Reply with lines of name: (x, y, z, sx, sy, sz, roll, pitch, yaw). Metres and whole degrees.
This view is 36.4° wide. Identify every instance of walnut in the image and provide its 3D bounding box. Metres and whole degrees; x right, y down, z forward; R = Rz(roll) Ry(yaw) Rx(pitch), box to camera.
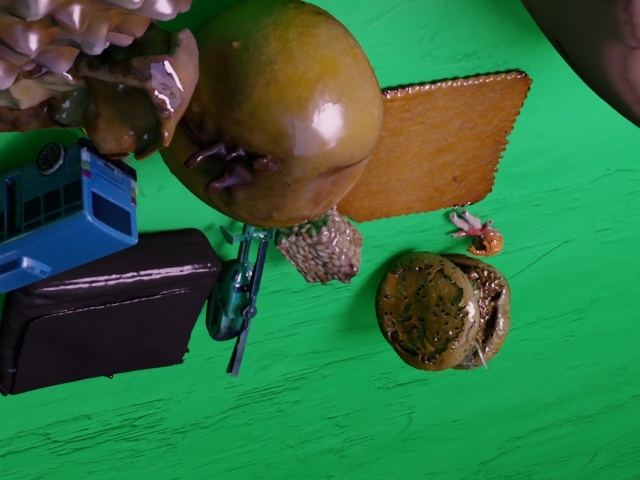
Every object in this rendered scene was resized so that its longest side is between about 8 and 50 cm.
walnut: (-0.219, -0.164, 0.767, 0.238, 0.141, 0.204, 38, 137, -28)

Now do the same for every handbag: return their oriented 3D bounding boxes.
handbag: (-0.251, 0.081, 1.130, 0.246, 0.080, 0.223, -6, 144, -32)

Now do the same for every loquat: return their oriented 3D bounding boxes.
loquat: (-0.041, -0.111, 0.872, 0.213, 0.213, 0.213, -15, 145, -11)

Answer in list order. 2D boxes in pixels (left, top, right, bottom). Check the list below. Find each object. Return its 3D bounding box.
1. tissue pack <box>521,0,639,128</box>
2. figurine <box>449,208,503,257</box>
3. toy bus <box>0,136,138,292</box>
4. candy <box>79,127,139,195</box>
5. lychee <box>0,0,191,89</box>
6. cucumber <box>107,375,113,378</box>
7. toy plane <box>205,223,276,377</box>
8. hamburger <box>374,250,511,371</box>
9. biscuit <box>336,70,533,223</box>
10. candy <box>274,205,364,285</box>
tissue pack: (0.303, -0.261, 0.836, 0.267, 0.277, 0.387, -43, 143, 14)
figurine: (0.208, -0.010, 1.304, 0.064, 0.047, 0.109, -18, 147, 31)
toy bus: (-0.274, -0.018, 0.942, 0.184, 0.106, 0.090, -20, 154, 21)
candy: (-0.201, -0.096, 0.962, 0.062, 0.058, 0.194, -47, 162, -20)
lychee: (-0.139, -0.277, 0.457, 0.380, 0.432, 0.380, 10, 153, 5)
cucumber: (-0.331, 0.141, 1.208, 0.036, 0.033, 0.184, -15, 153, 34)
toy plane: (-0.100, 0.048, 1.165, 0.060, 0.096, 0.235, -4, 123, -30)
hamburger: (0.163, 0.098, 1.301, 0.113, 0.185, 0.177, 8, 131, -45)
biscuit: (0.121, -0.103, 1.156, 0.236, 0.013, 0.232, -10, 144, -16)
candy: (0.000, 0.000, 1.162, 0.095, 0.085, 0.110, -17, 139, 29)
